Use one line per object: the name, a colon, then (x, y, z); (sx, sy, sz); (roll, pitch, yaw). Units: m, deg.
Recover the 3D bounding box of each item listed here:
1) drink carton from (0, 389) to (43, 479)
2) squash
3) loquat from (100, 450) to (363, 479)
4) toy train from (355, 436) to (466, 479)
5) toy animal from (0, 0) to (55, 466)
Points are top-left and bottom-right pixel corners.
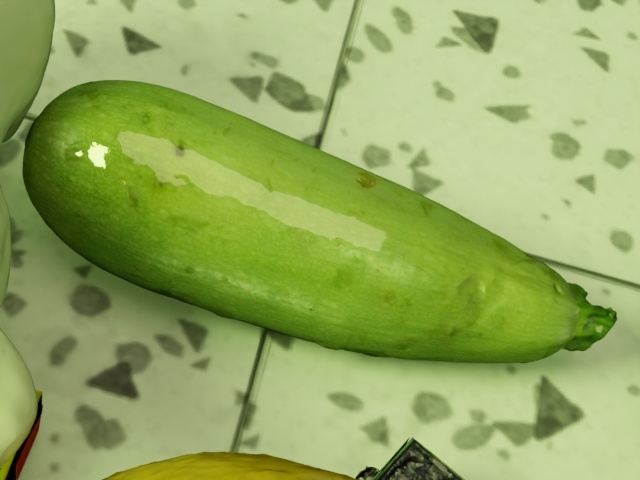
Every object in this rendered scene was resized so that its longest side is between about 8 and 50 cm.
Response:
drink carton: (-0.241, 0.097, 0.697); (0.166, 0.056, 0.071); (18, 50, -3)
squash: (-0.003, 0.006, 0.778); (0.371, 0.118, 0.118); (22, 55, -3)
loquat: (-0.018, 0.214, 0.543); (0.275, 0.275, 0.274); (6, 56, -9)
toy train: (0.099, 0.187, 0.695); (0.202, 0.081, 0.060); (39, 58, 14)
toy animal: (-0.224, -0.043, 0.619); (0.196, 0.241, 0.367); (19, 43, -22)
